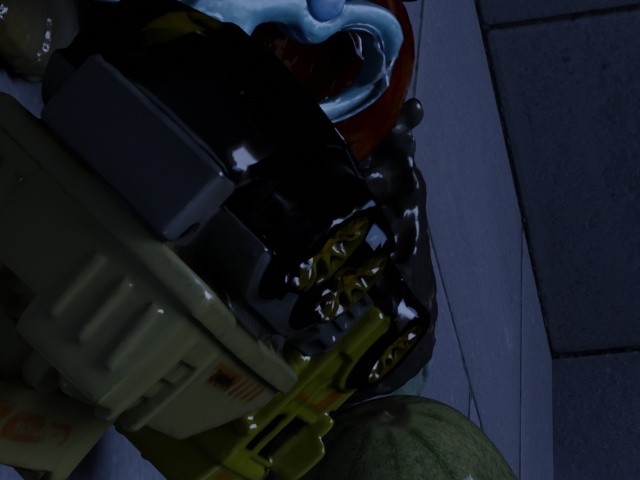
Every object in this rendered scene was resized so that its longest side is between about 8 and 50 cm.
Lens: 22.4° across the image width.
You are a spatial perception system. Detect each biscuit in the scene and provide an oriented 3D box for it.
[{"bbox_3d":[-0.193,-0.185,0.984,0.290,0.038,0.141,64,22,-55],"label":"biscuit"}]

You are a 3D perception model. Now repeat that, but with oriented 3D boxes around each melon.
[{"bbox_3d":[0.078,0.296,1.422,0.248,0.248,0.329,-59,140,-69],"label":"melon"}]

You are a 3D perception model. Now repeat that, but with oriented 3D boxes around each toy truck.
[{"bbox_3d":[-0.081,0.035,0.924,0.180,0.254,0.405,45,-3,17],"label":"toy truck"}]

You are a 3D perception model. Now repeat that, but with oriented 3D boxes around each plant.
[{"bbox_3d":[0.000,0.000,1.365,0.188,0.199,0.276,-80,160,-45],"label":"plant"}]

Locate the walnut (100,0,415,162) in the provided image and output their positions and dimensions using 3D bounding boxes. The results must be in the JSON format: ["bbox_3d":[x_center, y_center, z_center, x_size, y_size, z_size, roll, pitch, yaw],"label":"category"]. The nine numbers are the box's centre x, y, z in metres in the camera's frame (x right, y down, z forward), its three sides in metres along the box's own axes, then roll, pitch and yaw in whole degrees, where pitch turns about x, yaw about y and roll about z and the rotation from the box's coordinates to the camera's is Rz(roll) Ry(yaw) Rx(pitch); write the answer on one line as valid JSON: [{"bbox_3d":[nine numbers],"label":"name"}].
[{"bbox_3d":[-0.060,-0.169,1.161,0.244,0.222,0.269,38,-24,43],"label":"walnut"}]

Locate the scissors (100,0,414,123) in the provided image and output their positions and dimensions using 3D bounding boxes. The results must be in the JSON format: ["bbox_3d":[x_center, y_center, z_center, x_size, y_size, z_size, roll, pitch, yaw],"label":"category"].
[{"bbox_3d":[-0.094,-0.158,0.954,0.393,0.032,0.180,-2,103,-39],"label":"scissors"}]

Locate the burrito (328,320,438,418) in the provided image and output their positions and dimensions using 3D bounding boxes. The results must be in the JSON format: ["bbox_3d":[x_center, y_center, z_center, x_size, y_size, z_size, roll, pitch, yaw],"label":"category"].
[{"bbox_3d":[0.058,0.143,1.593,0.144,0.089,0.229,-70,178,-65],"label":"burrito"}]
